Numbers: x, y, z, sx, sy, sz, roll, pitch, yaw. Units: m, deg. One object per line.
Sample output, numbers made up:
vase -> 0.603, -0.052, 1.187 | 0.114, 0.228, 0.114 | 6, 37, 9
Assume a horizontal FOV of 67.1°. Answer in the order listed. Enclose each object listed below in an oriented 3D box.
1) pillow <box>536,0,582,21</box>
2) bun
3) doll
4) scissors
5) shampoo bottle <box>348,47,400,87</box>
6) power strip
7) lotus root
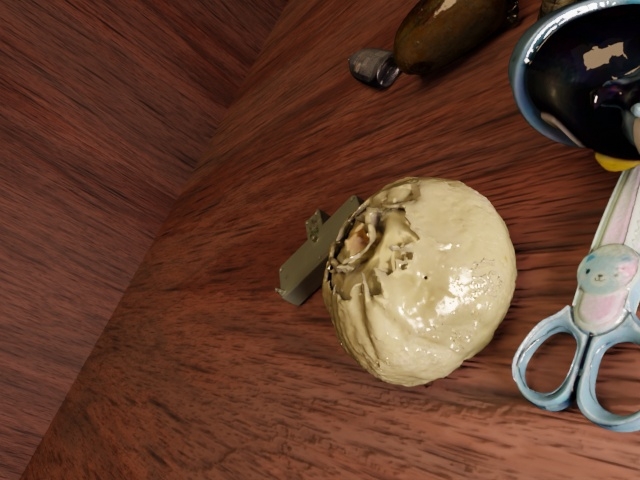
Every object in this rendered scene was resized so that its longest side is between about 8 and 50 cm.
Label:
pillow -> 0.304, -0.303, 0.600 | 0.113, 0.038, 0.203 | -56, -18, -2
bun -> 0.096, 0.034, 0.574 | 0.259, 0.152, 0.259 | -41, 28, 27
doll -> 0.274, -0.136, 0.431 | 0.314, 0.178, 0.140 | -87, 5, -59
scissors -> 0.259, 0.035, 0.429 | 0.125, 0.030, 0.255 | -3, 56, 60
shampoo bottle -> 0.120, -0.413, 1.142 | 0.087, 0.049, 0.233 | -53, 27, 11
power strip -> 0.000, 0.000, 0.869 | 0.216, 0.061, 0.145 | -44, 30, 22
lotus root -> 0.226, -0.389, 0.860 | 0.241, 0.123, 0.123 | -25, 31, 43
